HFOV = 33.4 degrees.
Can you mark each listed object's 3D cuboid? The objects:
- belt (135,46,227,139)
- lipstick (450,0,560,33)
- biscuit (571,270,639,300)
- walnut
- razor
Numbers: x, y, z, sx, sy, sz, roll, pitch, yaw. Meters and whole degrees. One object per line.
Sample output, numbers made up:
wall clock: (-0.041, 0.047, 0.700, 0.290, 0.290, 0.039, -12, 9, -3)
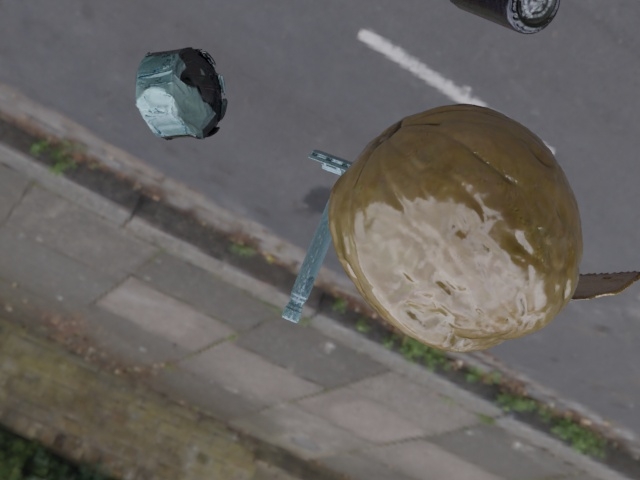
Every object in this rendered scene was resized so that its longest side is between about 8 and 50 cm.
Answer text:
belt: (-0.159, -0.165, 1.208, 0.058, 0.105, 0.140, -3, 180, 20)
lipstick: (0.183, -0.326, 1.318, 0.081, 0.081, 0.300, 40, -176, -36)
biscuit: (0.450, 0.083, 1.942, 0.232, 0.013, 0.237, -2, -171, 32)
walnut: (0.120, -0.006, 0.937, 0.227, 0.228, 0.228, 18, 156, 8)
razor: (0.000, 0.000, 1.449, 0.106, 0.232, 0.068, 22, 178, 21)
